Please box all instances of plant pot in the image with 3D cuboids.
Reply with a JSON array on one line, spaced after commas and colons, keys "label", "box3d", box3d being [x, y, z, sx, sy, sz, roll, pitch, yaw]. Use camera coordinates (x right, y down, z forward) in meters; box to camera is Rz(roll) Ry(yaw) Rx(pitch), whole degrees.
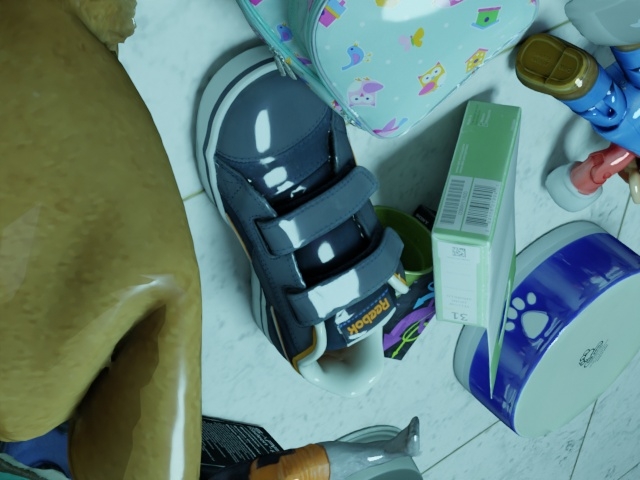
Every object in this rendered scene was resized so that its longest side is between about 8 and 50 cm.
[{"label": "plant pot", "box3d": [0.055, 0.025, 0.883, 0.083, 0.083, 0.079, -11, 144, -40]}]

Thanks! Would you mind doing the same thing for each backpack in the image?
[{"label": "backpack", "box3d": [0.029, -0.169, 0.592, 0.166, 0.144, 0.188, -40, 126, 14]}]

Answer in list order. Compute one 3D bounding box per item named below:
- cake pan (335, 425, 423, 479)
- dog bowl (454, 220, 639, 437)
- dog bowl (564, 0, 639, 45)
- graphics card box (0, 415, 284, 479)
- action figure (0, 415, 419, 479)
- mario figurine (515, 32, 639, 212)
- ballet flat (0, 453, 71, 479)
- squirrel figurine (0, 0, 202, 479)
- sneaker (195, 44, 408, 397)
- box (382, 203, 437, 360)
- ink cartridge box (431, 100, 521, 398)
[{"label": "cake pan", "box3d": [0.015, 0.354, 1.173, 0.293, 0.054, 0.293, -28, 141, -25]}, {"label": "dog bowl", "box3d": [0.296, 0.112, 1.186, 0.265, 0.104, 0.265, -28, 140, -26]}, {"label": "dog bowl", "box3d": [0.247, -0.283, 0.567, 0.348, 0.102, 0.349, -28, 125, -48]}, {"label": "graphics card box", "box3d": [-0.193, 0.254, 0.824, 0.233, 0.094, 0.371, -54, 145, 8]}, {"label": "action figure", "box3d": [-0.099, 0.266, 0.628, 0.178, 0.330, 0.341, 60, 30, -81]}, {"label": "mario figurine", "box3d": [0.303, -0.139, 0.971, 0.320, 0.198, 0.170, 35, 55, -47]}, {"label": "ballet flat", "box3d": [-0.289, 0.206, 0.538, 0.408, 0.147, 0.147, -7, 141, 7]}, {"label": "squirrel figurine", "box3d": [-0.261, -0.040, 0.381, 0.370, 0.281, 0.397, -6, 114, -30]}, {"label": "sneaker", "box3d": [0.000, 0.000, 0.755, 0.126, 0.127, 0.321, -33, 141, -17]}, {"label": "box", "box3d": [0.091, 0.047, 0.975, 0.116, 0.029, 0.162, 18, 109, -52]}, {"label": "ink cartridge box", "box3d": [0.149, 0.013, 0.904, 0.235, 0.056, 0.171, 81, 22, -49]}]
